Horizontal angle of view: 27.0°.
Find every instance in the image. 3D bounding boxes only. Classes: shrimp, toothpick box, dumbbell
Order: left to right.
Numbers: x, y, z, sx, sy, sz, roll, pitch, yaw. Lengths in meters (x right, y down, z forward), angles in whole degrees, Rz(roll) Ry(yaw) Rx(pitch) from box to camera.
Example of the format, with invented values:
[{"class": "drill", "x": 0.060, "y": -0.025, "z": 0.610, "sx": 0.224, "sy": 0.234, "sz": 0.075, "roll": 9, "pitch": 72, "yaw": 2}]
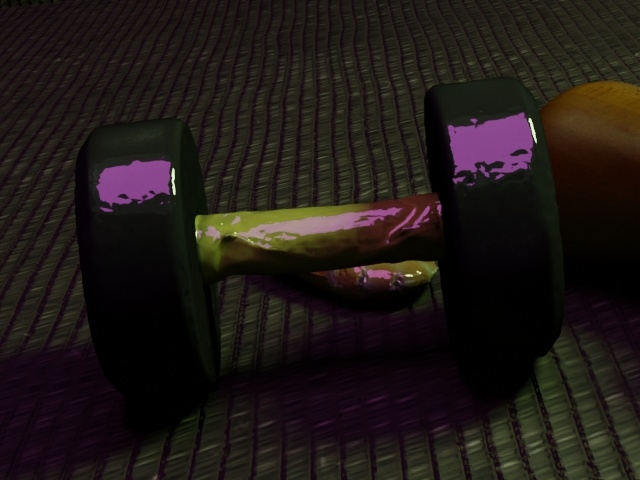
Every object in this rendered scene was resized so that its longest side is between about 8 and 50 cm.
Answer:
[{"class": "dumbbell", "x": 0.000, "y": 0.000, "z": 0.961, "sx": 0.322, "sy": 0.204, "sz": 0.204, "roll": -7, "pitch": 21, "yaw": 1}, {"class": "shrimp", "x": 0.021, "y": 0.015, "z": 1.137, "sx": 0.180, "sy": 0.041, "sz": 0.099, "roll": 11, "pitch": 26, "yaw": 40}, {"class": "toothpick box", "x": 0.290, "y": -0.037, "z": 1.009, "sx": 0.192, "sy": 0.192, "sz": 0.294, "roll": -19, "pitch": 18, "yaw": -28}]
